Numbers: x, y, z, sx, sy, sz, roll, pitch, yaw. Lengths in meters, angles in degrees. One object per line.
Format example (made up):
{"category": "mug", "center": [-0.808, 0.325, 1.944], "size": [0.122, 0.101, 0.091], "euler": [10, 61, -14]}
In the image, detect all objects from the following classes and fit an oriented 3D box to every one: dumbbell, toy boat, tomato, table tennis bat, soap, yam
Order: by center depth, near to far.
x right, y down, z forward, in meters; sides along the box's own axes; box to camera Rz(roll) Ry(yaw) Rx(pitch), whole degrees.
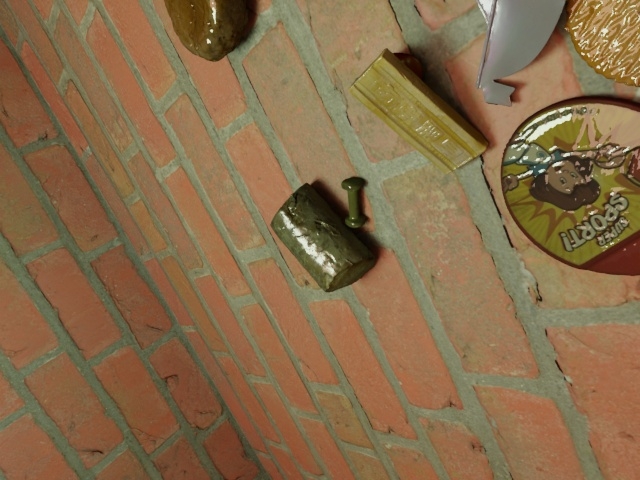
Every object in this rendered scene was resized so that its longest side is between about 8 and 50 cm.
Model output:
{"category": "toy boat", "center": [0.279, -0.339, 0.585], "size": [0.219, 0.071, 0.319], "euler": [28, 137, 57]}
{"category": "table tennis bat", "center": [0.460, -0.037, 0.659], "size": [0.415, 0.051, 0.268], "euler": [49, 141, 11]}
{"category": "soap", "center": [0.173, -0.215, 0.750], "size": [0.252, 0.037, 0.092], "euler": [35, 144, -17]}
{"category": "tomato", "center": [0.139, -0.296, 0.772], "size": [0.087, 0.087, 0.075], "euler": [0, 87, 46]}
{"category": "dumbbell", "center": [0.078, -0.088, 1.013], "size": [0.052, 0.046, 0.118], "euler": [22, 131, 42]}
{"category": "yam", "center": [0.000, 0.000, 1.074], "size": [0.268, 0.161, 0.161], "euler": [50, 141, 10]}

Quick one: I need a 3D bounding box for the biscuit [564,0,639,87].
{"category": "biscuit", "center": [0.426, -0.305, 0.505], "size": [0.253, 0.035, 0.254], "euler": [25, 132, 32]}

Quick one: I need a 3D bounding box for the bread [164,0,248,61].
{"category": "bread", "center": [-0.254, -0.531, 0.973], "size": [0.229, 0.123, 0.230], "euler": [32, 141, 31]}
